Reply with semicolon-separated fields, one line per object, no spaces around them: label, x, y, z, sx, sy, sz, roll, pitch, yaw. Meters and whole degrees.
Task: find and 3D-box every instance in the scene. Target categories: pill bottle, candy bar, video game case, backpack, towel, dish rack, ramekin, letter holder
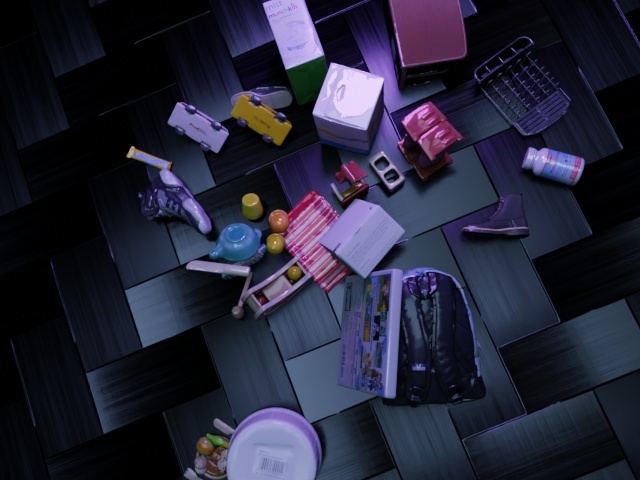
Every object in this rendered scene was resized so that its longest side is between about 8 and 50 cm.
pill bottle;0.692;-0.225;1.701;0.160;0.087;0.087;17;82;9
candy bar;-0.563;-0.267;1.884;0.162;0.018;0.040;22;83;10
video game case;0.133;0.253;1.583;0.036;0.300;0.328;9;80;-21
backpack;0.294;0.251;1.596;0.290;0.273;0.355;-8;101;7
towel;0.000;0.000;1.768;0.199;0.031;0.275;-42;79;-1
dish rack;0.629;-0.467;1.759;0.208;0.074;0.271;-36;78;0
ramekin;-0.134;0.622;1.603;0.277;0.135;0.277;0;82;0
letter holder;0.328;-0.661;1.790;0.215;0.152;0.301;-10;79;3

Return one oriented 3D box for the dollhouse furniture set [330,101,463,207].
dollhouse furniture set;0.216;-0.220;1.695;0.374;0.201;0.152;-35;78;-1

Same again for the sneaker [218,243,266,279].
sneaker;-0.248;0.049;1.772;0.167;0.065;0.076;-32;71;-4

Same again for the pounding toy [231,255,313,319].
pounding toy;-0.170;0.135;1.699;0.269;0.154;0.155;-39;78;-2

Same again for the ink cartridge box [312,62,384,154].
ink cartridge box;0.091;-0.390;1.723;0.168;0.232;0.171;18;83;9

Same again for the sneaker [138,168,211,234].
sneaker;-0.466;-0.090;1.803;0.153;0.101;0.268;-40;72;-1

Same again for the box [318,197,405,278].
box;0.114;-0.010;1.635;0.119;0.182;0.181;42;87;-20

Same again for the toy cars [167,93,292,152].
toy cars;-0.287;-0.382;1.835;0.394;0.087;0.176;-5;116;7

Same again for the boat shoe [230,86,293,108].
boat shoe;-0.189;-0.466;1.867;0.206;0.075;0.065;-2;37;11

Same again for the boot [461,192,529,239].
boot;0.518;-0.075;1.709;0.198;0.077;0.137;1;75;-7

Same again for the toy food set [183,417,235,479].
toy food set;-0.314;0.641;1.683;0.132;0.038;0.192;27;84;10

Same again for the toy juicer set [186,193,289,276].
toy juicer set;-0.218;0.018;1.709;0.209;0.089;0.329;24;58;17

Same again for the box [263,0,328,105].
box;-0.063;-0.589;1.762;0.127;0.262;0.231;-20;79;3
